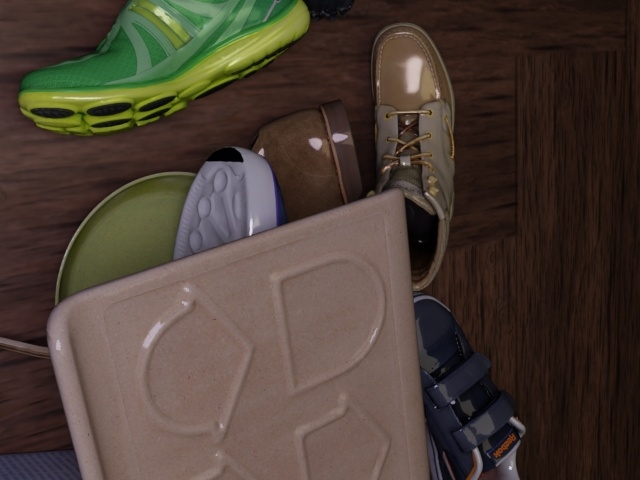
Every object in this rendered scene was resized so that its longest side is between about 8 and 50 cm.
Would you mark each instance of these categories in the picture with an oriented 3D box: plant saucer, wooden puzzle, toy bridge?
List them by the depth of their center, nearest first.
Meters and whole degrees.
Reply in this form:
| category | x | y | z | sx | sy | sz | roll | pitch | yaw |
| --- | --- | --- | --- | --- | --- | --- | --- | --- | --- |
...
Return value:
| category | x | y | z | sx | sy | sz | roll | pitch | yaw |
| --- | --- | --- | --- | --- | --- | --- | --- | --- | --- |
| wooden puzzle | -0.049 | 0.144 | 0.712 | 0.347 | 0.080 | 0.322 | -21 | 114 | -35 |
| toy bridge | -0.302 | 0.117 | 0.722 | 0.188 | 0.026 | 0.063 | -13 | 70 | -21 |
| plant saucer | -0.155 | 0.050 | 0.835 | 0.240 | 0.037 | 0.241 | -7 | 101 | -36 |

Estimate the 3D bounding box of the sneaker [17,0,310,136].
| category | x | y | z | sx | sy | sz | roll | pitch | yaw |
| --- | --- | --- | --- | --- | --- | --- | --- | --- | --- |
| sneaker | -0.151 | -0.187 | 0.773 | 0.295 | 0.109 | 0.124 | -30 | 92 | -27 |

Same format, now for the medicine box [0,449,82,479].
| category | x | y | z | sx | sy | sz | roll | pitch | yaw |
| --- | --- | --- | --- | --- | --- | --- | --- | --- | --- |
| medicine box | -0.192 | 0.346 | 0.787 | 0.289 | 0.149 | 0.264 | 6 | 94 | -37 |

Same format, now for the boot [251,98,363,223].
| category | x | y | z | sx | sy | sz | roll | pitch | yaw |
| --- | --- | --- | --- | --- | --- | --- | --- | --- | --- |
| boot | 0.000 | 0.000 | 0.925 | 0.115 | 0.112 | 0.306 | -15 | 115 | -2 |

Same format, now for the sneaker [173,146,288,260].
| category | x | y | z | sx | sy | sz | roll | pitch | yaw |
| --- | --- | --- | --- | --- | --- | --- | --- | --- | --- |
| sneaker | -0.018 | 0.069 | 0.845 | 0.236 | 0.130 | 0.323 | -3 | 98 | -42 |

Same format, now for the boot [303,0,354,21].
| category | x | y | z | sx | sy | sz | roll | pitch | yaw |
| --- | --- | --- | --- | --- | --- | --- | --- | --- | --- |
| boot | -0.011 | -0.292 | 0.879 | 0.099 | 0.045 | 0.121 | -17 | 115 | -31 |

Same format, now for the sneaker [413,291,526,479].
| category | x | y | z | sx | sy | sz | roll | pitch | yaw |
| --- | --- | --- | --- | --- | --- | --- | --- | --- | --- |
| sneaker | 0.185 | 0.212 | 1.061 | 0.126 | 0.127 | 0.321 | -34 | 115 | -26 |

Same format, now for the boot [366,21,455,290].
| category | x | y | z | sx | sy | sz | roll | pitch | yaw |
| --- | --- | --- | --- | --- | --- | --- | --- | --- | --- |
| boot | 0.095 | -0.096 | 0.901 | 0.203 | 0.095 | 0.262 | -60 | 145 | -65 |
